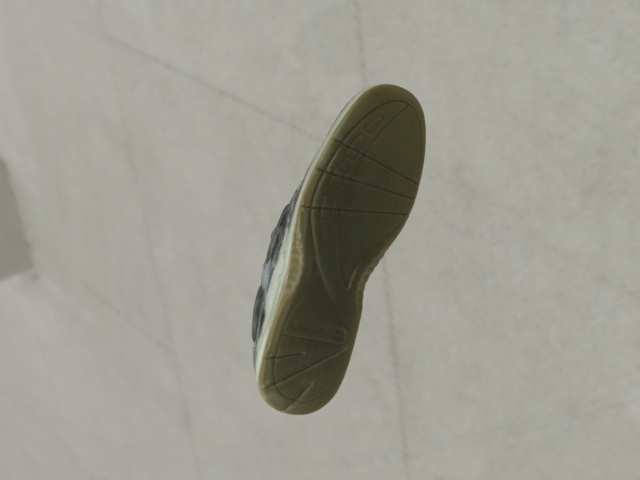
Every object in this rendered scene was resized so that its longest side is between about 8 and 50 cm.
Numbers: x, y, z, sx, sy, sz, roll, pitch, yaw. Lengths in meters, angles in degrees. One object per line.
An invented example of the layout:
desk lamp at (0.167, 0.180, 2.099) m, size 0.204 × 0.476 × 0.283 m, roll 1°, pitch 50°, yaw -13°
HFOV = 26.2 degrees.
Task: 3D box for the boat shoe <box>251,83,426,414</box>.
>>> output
boat shoe at (0.001, 0.001, 0.905) m, size 0.073 × 0.080 × 0.223 m, roll 27°, pitch 100°, yaw 62°
